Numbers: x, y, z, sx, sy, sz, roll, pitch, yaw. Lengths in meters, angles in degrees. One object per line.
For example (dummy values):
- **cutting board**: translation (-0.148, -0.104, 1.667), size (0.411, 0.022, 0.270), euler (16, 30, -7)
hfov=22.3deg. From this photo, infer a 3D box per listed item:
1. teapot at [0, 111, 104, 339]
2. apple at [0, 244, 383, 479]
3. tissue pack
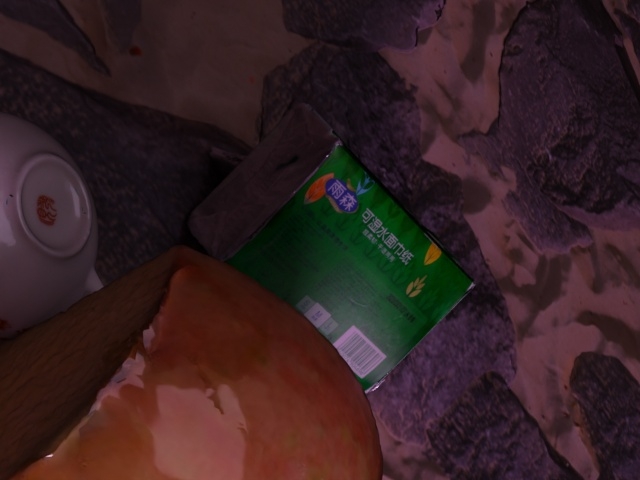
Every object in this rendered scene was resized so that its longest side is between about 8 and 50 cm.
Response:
- **teapot**: translation (-0.215, -0.003, 1.135), size (0.245, 0.116, 0.159), euler (60, 24, -28)
- **apple**: translation (-0.104, 0.193, 1.093), size (0.314, 0.252, 0.309), euler (-50, 115, -18)
- **tissue pack**: translation (0.000, -0.002, 1.405), size (0.209, 0.148, 0.156), euler (44, 3, -34)
